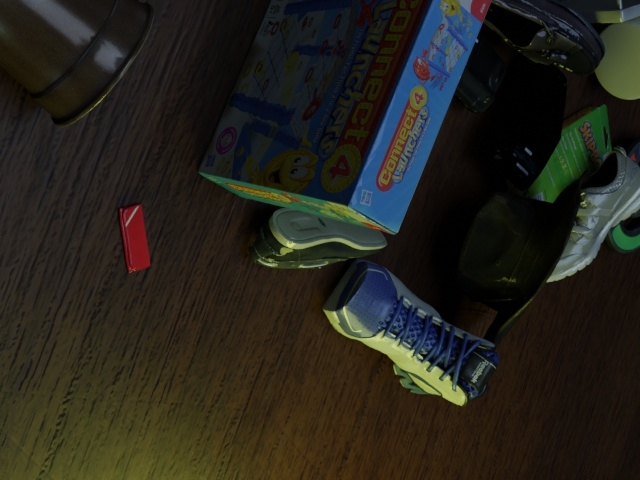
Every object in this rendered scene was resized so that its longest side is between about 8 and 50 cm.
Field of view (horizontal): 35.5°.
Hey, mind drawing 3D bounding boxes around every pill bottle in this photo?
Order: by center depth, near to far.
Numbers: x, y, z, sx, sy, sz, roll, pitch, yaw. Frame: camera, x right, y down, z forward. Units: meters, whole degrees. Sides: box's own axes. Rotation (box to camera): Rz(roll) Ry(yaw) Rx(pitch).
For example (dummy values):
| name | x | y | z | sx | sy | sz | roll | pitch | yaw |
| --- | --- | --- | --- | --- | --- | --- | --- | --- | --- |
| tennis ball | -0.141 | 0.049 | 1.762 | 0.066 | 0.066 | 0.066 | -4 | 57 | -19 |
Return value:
| name | x | y | z | sx | sy | sz | roll | pitch | yaw |
| --- | --- | --- | --- | --- | --- | --- | --- | --- | --- |
| pill bottle | 0.626 | -0.348 | 1.775 | 0.283 | 0.161 | 0.161 | -22 | 114 | -35 |

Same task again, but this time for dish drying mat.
| name | x | y | z | sx | sy | sz | roll | pitch | yaw |
| --- | --- | --- | --- | --- | --- | --- | --- | --- | --- |
| dish drying mat | -0.230 | -0.003 | 1.239 | 0.032 | 0.008 | 0.083 | -19 | 111 | -37 |

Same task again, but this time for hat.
| name | x | y | z | sx | sy | sz | roll | pitch | yaw |
| --- | --- | --- | --- | --- | --- | --- | --- | --- | --- |
| hat | 0.287 | 0.007 | 1.561 | 0.134 | 0.331 | 0.331 | 29 | 81 | 5 |

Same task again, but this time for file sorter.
| name | x | y | z | sx | sy | sz | roll | pitch | yaw |
| --- | --- | --- | --- | --- | --- | --- | --- | --- | --- |
| file sorter | 0.478 | -0.462 | 1.609 | 0.277 | 0.193 | 0.173 | -25 | 112 | -34 |

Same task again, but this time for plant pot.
| name | x | y | z | sx | sy | sz | roll | pitch | yaw |
| --- | --- | --- | --- | --- | --- | --- | --- | --- | --- |
| plant pot | -0.291 | -0.233 | 1.045 | 0.165 | 0.167 | 0.167 | 38 | 75 | -31 |

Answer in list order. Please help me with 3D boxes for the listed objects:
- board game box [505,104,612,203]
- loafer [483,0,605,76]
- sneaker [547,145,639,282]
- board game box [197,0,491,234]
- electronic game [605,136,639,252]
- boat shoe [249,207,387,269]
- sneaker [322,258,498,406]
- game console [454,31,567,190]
| name | x | y | z | sx | sy | sz | roll | pitch | yaw |
| --- | --- | --- | --- | --- | --- | --- | --- | --- | --- |
| board game box | 0.418 | -0.136 | 1.733 | 0.259 | 0.039 | 0.124 | -29 | 118 | -29 |
| loafer | 0.296 | -0.327 | 1.502 | 0.302 | 0.109 | 0.095 | 33 | 62 | -18 |
| sneaker | 0.443 | -0.047 | 1.723 | 0.281 | 0.105 | 0.115 | -45 | 117 | -9 |
| board game box | 0.020 | -0.185 | 1.214 | 0.086 | 0.302 | 0.308 | 27 | 82 | -40 |
| electronic game | 0.595 | -0.087 | 1.868 | 0.229 | 0.048 | 0.229 | -20 | 121 | -39 |
| boat shoe | 0.000 | 0.000 | 1.403 | 0.233 | 0.084 | 0.079 | -1 | 139 | -47 |
| sneaker | 0.164 | 0.148 | 1.489 | 0.315 | 0.182 | 0.127 | 44 | 70 | -37 |
| game console | 0.266 | -0.254 | 1.562 | 0.361 | 0.044 | 0.213 | 38 | 64 | -33 |
